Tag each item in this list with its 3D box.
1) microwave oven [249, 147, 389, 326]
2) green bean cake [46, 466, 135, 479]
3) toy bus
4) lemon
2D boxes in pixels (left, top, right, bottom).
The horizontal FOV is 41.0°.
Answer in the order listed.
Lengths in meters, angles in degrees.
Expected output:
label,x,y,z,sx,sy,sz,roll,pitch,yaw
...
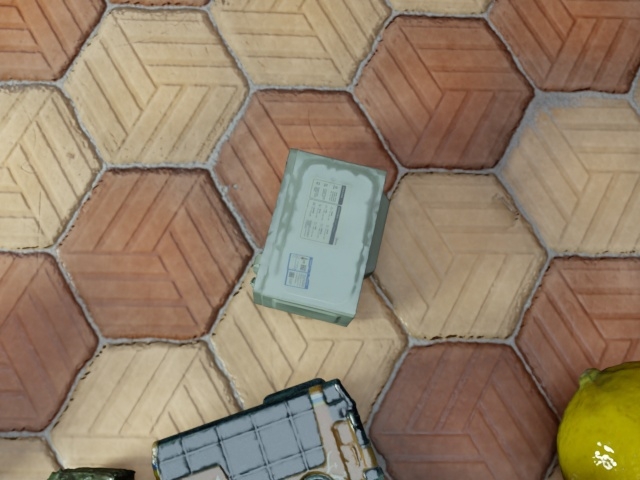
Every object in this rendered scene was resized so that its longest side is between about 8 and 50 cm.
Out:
label,x,y,z,sx,sy,sz,roll,pitch,yaw
microwave oven,0.000,0.000,1.188,0.162,0.122,0.208,14,77,-1
green bean cake,-0.289,0.373,1.059,0.094,0.173,0.182,3,78,-1
toy bus,-0.069,0.290,1.113,0.275,0.138,0.167,-18,77,-5
lemon,0.445,0.292,1.092,0.245,0.245,0.320,-41,84,-11
